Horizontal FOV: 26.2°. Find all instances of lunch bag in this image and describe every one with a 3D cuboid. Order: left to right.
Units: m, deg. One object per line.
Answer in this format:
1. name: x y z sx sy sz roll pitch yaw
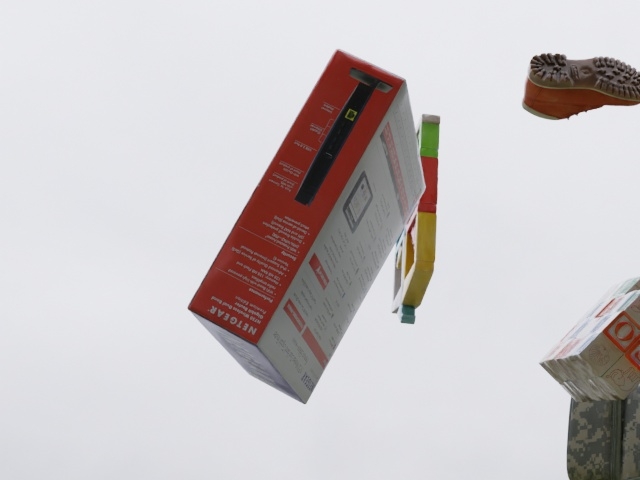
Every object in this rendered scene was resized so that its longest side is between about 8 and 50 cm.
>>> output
1. lunch bag: 0.578 0.325 2.241 0.256 0.213 0.305 -6 -18 41

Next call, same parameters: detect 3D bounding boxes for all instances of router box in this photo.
1. router box: 0.000 0.000 1.467 0.082 0.301 0.335 27 -12 14

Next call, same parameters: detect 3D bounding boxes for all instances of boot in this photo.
1. boot: 0.325 -0.181 1.691 0.157 0.059 0.085 8 -38 -3

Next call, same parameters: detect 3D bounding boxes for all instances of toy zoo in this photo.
1. toy zoo: 0.140 -0.015 2.038 0.030 0.293 0.192 6 -23 -6

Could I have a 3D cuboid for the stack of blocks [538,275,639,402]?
1. stack of blocks: 0.422 0.138 1.942 0.087 0.171 0.297 45 -6 4
